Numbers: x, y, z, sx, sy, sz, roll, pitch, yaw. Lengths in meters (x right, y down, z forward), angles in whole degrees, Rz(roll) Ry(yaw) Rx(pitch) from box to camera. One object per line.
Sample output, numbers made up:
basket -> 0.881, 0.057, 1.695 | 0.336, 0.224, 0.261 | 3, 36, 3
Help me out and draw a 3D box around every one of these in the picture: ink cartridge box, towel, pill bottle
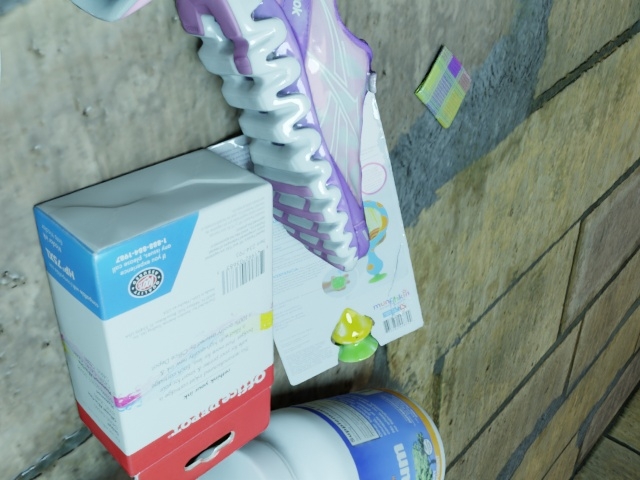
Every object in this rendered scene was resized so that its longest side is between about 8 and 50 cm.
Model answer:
ink cartridge box -> -0.106, 0.067, 0.481 | 0.134, 0.078, 0.231 | -27, 132, -38
towel -> 0.128, -0.156, 0.689 | 0.083, 0.009, 0.060 | 27, 92, -55
pill bottle -> 0.001, 0.238, 0.670 | 0.272, 0.152, 0.152 | 5, 109, -54

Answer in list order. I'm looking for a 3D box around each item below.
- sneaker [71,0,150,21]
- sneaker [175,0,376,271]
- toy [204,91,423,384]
sneaker -> -0.121, -0.168, 0.220 | 0.131, 0.112, 0.319 | -60, 163, 8
sneaker -> -0.001, -0.087, 0.458 | 0.104, 0.095, 0.236 | -37, 124, -24
toy -> 0.000, 0.000, 0.573 | 0.137, 0.056, 0.237 | -22, 118, -10
